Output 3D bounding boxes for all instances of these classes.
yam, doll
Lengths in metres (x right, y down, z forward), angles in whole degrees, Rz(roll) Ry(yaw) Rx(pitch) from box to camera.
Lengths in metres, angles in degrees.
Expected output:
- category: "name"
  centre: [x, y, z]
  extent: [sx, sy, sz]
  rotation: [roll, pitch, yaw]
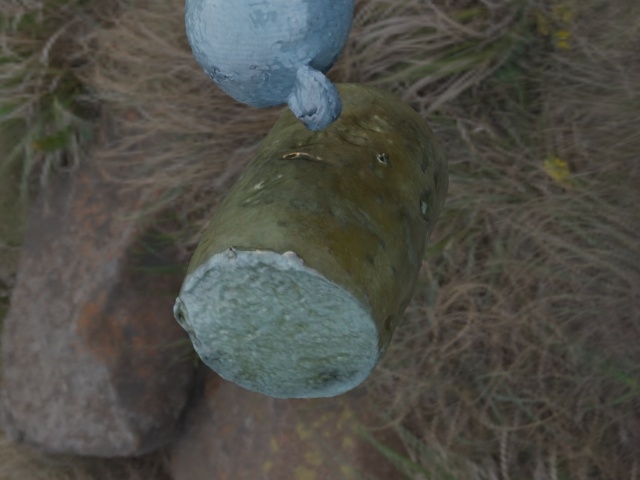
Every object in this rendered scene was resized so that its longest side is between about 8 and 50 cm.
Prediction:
- category: "yam"
  centre: [0.000, 0.000, 0.564]
  extent: [0.107, 0.194, 0.107]
  rotation: [7, 120, 12]
- category: "doll"
  centre: [-0.010, -0.140, 0.462]
  extent: [0.120, 0.075, 0.180]
  rotation: [48, 132, 48]
